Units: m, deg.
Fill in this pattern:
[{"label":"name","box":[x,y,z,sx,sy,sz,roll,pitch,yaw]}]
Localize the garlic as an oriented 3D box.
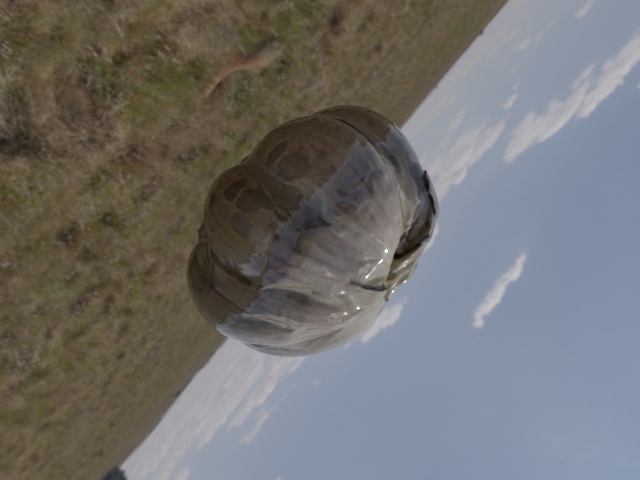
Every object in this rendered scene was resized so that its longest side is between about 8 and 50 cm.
[{"label":"garlic","box":[0.003,-0.003,0.500,0.228,0.152,0.228,-45,164,-16]}]
